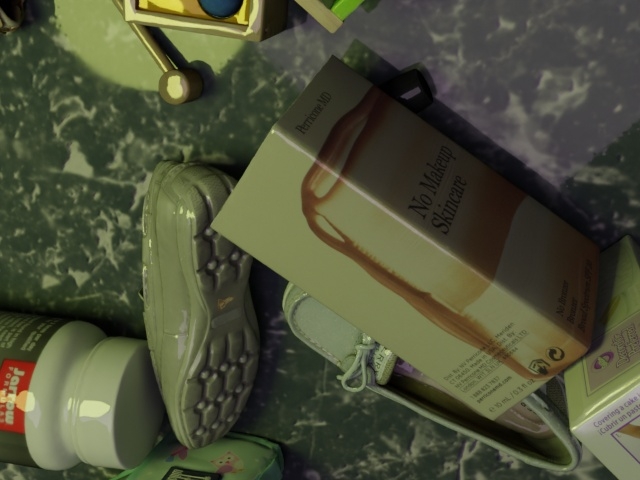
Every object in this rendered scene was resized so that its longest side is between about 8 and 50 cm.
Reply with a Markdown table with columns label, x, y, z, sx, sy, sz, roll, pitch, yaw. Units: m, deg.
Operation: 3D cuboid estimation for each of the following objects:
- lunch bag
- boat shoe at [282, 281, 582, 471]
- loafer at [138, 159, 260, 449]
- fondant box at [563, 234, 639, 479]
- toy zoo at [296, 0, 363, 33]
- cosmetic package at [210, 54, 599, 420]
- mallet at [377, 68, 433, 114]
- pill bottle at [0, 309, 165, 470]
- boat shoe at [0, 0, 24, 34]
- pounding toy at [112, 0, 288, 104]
| label | x | y | z | sx | sy | sz | roll | pitch | yaw |
| --- | --- | --- | --- | --- | --- | --- | --- | --- | --- |
| lunch bag | -0.174 | 0.322 | 0.848 | 0.262 | 0.223 | 0.160 | -32 | 94 | 22 |
| boat shoe | 0.107 | 0.120 | 0.768 | 0.320 | 0.103 | 0.118 | 28 | 115 | 1 |
| loafer | -0.130 | 0.070 | 0.816 | 0.111 | 0.112 | 0.320 | 28 | 122 | 41 |
| fondant box | 0.345 | 0.176 | 0.659 | 0.330 | 0.238 | 0.096 | 43 | 115 | -6 |
| toy zoo | 0.035 | -0.303 | 0.532 | 0.192 | 0.030 | 0.293 | 38 | 128 | -20 |
| cosmetic package | 0.079 | -0.004 | 0.674 | 0.296 | 0.153 | 0.129 | 34 | 131 | -5 |
| mallet | 0.097 | -0.064 | 0.739 | 0.062 | 0.039 | 0.190 | -17 | 110 | 20 |
| pill bottle | -0.325 | 0.160 | 0.856 | 0.283 | 0.161 | 0.161 | 5 | 112 | 12 |
| boat shoe | -0.314 | -0.228 | 0.755 | 0.059 | 0.063 | 0.170 | 43 | 114 | 1 |
| pounding toy | -0.127 | -0.216 | 0.698 | 0.181 | 0.094 | 0.206 | 11 | 112 | 9 |
